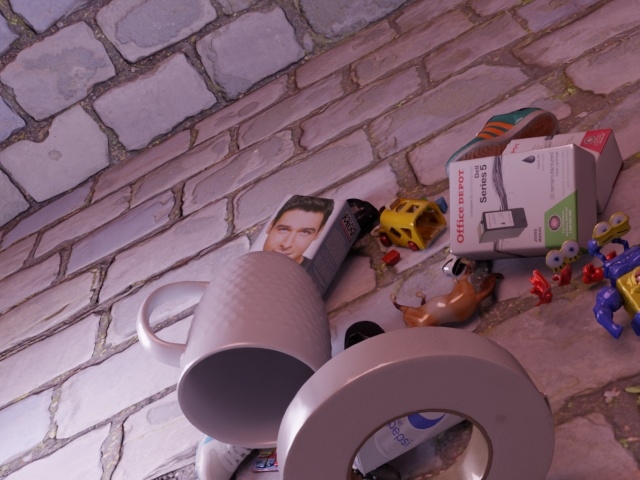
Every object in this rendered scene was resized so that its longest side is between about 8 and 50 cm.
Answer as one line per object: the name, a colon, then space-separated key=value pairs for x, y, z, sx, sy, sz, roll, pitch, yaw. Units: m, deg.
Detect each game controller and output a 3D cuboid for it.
game controller: x=0.000 y=0.000 z=2.115 sx=0.319 sy=0.067 sz=0.166 roll=-36 pitch=14 yaw=-9

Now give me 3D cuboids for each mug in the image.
mug: x=-0.162 y=0.174 z=1.587 sx=0.374 sy=0.276 sz=0.328 roll=10 pitch=37 yaw=-7

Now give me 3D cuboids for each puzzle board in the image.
puzzle board: x=-0.065 y=0.399 z=1.590 sx=0.128 sy=0.011 sz=0.096 roll=-12 pitch=35 yaw=32

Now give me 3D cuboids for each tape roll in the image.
tape roll: x=0.134 y=0.297 z=1.164 sx=0.392 sy=0.392 sz=0.072 roll=-30 pitch=29 yaw=5

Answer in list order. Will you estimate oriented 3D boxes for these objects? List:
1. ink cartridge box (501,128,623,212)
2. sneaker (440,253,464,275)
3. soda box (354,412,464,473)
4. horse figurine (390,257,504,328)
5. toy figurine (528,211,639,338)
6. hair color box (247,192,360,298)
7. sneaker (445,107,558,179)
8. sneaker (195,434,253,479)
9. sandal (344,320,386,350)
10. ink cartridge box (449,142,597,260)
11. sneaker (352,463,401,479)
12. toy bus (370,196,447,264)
ink cartridge box: x=0.501 y=-0.141 z=1.783 sx=0.237 sy=0.100 sz=0.172 roll=-2 pitch=40 yaw=41
sneaker: x=0.295 y=0.030 z=1.782 sx=0.044 sy=0.040 sz=0.109 roll=3 pitch=44 yaw=49
soda box: x=0.161 y=0.274 z=1.402 sx=0.286 sy=0.091 sz=0.098 roll=-23 pitch=25 yaw=-19
horse figurine: x=0.243 y=0.128 z=1.655 sx=0.263 sy=0.066 sz=0.174 roll=-26 pitch=27 yaw=12
toy figurine: x=0.565 y=0.074 z=1.405 sx=0.362 sy=0.191 sz=0.217 roll=-28 pitch=58 yaw=-7
hair color box: x=-0.076 y=0.068 z=1.935 sx=0.185 sy=0.113 sz=0.374 roll=9 pitch=54 yaw=34
sneaker: x=0.420 y=-0.229 z=2.006 sx=0.302 sy=0.108 sz=0.121 roll=-28 pitch=27 yaw=-10
sneaker: x=-0.164 y=0.388 z=1.624 sx=0.092 sy=0.087 sz=0.228 roll=-14 pitch=33 yaw=38
sandal: x=0.090 y=0.234 z=1.635 sx=0.097 sy=0.054 sz=0.254 roll=-36 pitch=27 yaw=13
ink cartridge box: x=0.400 y=-0.069 z=1.660 sx=0.273 sy=0.115 sz=0.198 roll=-6 pitch=79 yaw=39
sneaker: x=0.056 y=0.369 z=1.448 sx=0.234 sy=0.078 sz=0.106 roll=-1 pitch=44 yaw=47
toy bus: x=0.192 y=-0.051 z=1.942 sx=0.202 sy=0.104 sz=0.191 roll=-23 pitch=29 yaw=15
